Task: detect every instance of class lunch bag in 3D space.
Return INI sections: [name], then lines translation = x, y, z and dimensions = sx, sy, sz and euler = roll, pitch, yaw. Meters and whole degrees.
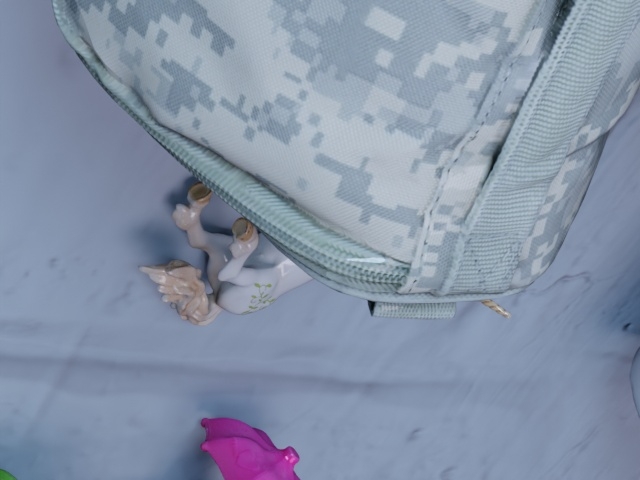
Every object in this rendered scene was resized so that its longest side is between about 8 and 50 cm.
[lunch bag]
translation = 0.040, -0.160, 0.575
dimensions = 0.213, 0.256, 0.305
euler = -3, 135, -31

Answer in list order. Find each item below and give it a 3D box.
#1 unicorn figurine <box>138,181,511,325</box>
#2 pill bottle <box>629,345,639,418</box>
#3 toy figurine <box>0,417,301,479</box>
[unicorn figurine]
translation = 0.000, 0.000, 0.904
dimensions = 0.162, 0.060, 0.111
euler = -13, 143, 4
[pill bottle]
translation = 0.322, 0.010, 1.018
dimensions = 0.176, 0.176, 0.318
euler = 7, 129, -38
[toy figurine]
translation = -0.083, 0.157, 0.993
dimensions = 0.159, 0.130, 0.173
euler = -21, 165, -26
